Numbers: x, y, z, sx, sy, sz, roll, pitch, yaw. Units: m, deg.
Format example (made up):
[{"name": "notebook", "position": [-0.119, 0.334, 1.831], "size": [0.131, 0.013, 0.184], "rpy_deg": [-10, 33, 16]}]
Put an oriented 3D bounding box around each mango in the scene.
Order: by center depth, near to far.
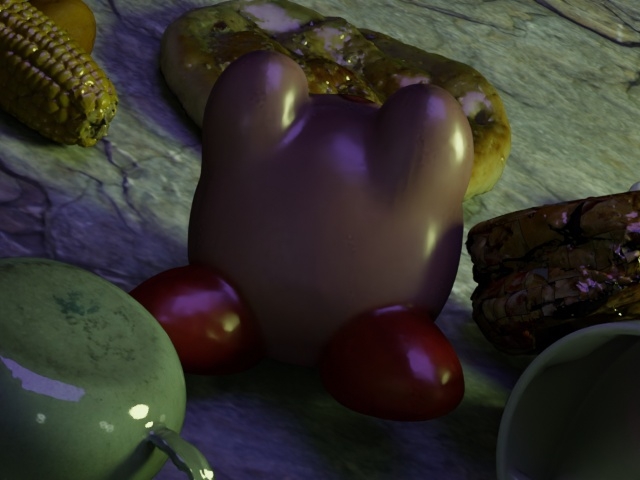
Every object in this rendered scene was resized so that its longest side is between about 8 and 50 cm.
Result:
[{"name": "mango", "position": [-0.258, -0.198, 1.691], "size": [0.080, 0.060, 0.114], "rpy_deg": [22, 31, 2]}]

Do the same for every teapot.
[{"name": "teapot", "position": [-0.186, 0.102, 1.161], "size": [0.294, 0.129, 0.193], "rpy_deg": [37, 30, 19]}]

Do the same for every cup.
[{"name": "cup", "position": [0.304, 0.156, 1.335], "size": [0.212, 0.212, 0.317], "rpy_deg": [41, 25, 29]}]

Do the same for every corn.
[{"name": "corn", "position": [-0.303, -0.189, 1.598], "size": [0.313, 0.102, 0.102], "rpy_deg": [32, 29, 15]}]

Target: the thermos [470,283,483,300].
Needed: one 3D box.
[{"name": "thermos", "position": [0.250, 0.086, 1.539], "size": [0.232, 0.124, 0.099], "rpy_deg": [39, 33, 12]}]

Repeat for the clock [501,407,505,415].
[{"name": "clock", "position": [0.189, 0.161, 1.472], "size": [0.074, 0.010, 0.083], "rpy_deg": [-4, 39, -43]}]

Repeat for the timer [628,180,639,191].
[{"name": "timer", "position": [0.435, 0.030, 1.827], "size": [0.253, 0.078, 0.178], "rpy_deg": [12, 32, -20]}]

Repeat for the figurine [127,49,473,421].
[{"name": "figurine", "position": [-0.001, 0.008, 1.398], "size": [0.269, 0.261, 0.211], "rpy_deg": [11, -13, 7]}]

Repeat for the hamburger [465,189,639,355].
[{"name": "hamburger", "position": [0.224, 0.021, 1.380], "size": [0.231, 0.231, 0.107], "rpy_deg": [2, 72, -36]}]

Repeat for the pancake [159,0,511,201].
[{"name": "pancake", "position": [0.017, -0.151, 1.804], "size": [0.387, 0.082, 0.387], "rpy_deg": [16, 29, -9]}]
